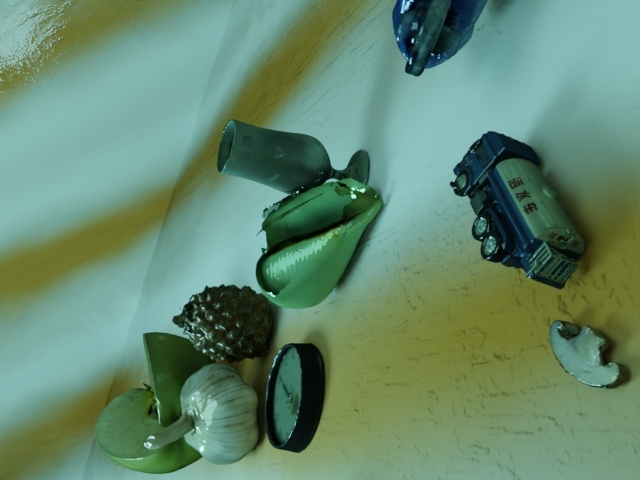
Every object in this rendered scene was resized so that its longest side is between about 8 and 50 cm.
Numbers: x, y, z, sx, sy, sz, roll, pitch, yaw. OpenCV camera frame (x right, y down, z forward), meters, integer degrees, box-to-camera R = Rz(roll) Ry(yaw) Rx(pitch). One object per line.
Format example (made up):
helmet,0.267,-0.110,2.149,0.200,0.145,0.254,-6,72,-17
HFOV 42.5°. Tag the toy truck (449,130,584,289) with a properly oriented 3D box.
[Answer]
toy truck,0.202,-0.033,0.849,0.088,0.074,0.201,-58,28,32

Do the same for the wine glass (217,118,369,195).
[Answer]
wine glass,-0.045,-0.125,1.323,0.103,0.231,0.103,-166,90,-70

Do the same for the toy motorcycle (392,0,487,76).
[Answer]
toy motorcycle,0.183,-0.343,1.006,0.182,0.241,0.319,26,99,28

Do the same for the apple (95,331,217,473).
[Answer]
apple,-0.320,0.359,1.765,0.258,0.233,0.295,30,97,56

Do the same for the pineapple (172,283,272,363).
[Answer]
pineapple,-0.193,0.160,1.599,0.166,0.193,0.166,-176,90,-71

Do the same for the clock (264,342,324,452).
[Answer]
clock,-0.048,0.261,1.377,0.184,0.040,0.184,-168,90,-69

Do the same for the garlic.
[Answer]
garlic,-0.233,0.345,1.538,0.199,0.226,0.199,23,120,47

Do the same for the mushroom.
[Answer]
mushroom,0.241,0.103,0.745,0.101,0.019,0.049,-126,51,-60

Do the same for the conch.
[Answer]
conch,-0.019,-0.005,1.303,0.143,0.137,0.250,54,135,40
